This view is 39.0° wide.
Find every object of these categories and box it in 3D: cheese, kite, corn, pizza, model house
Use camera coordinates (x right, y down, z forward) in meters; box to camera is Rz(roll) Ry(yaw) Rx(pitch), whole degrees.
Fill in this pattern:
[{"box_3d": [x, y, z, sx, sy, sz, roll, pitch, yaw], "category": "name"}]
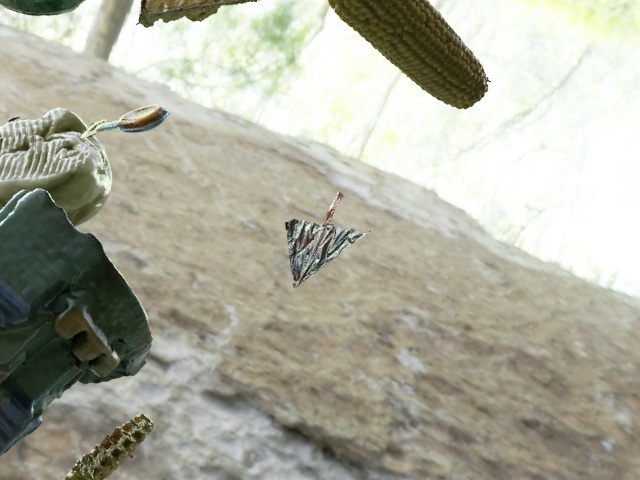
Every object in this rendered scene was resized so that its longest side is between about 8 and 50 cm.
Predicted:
[{"box_3d": [-0.202, -0.123, 0.945, 0.111, 0.017, 0.047, -7, -150, 25], "category": "cheese"}, {"box_3d": [0.000, 0.000, 1.583, 0.009, 0.189, 0.232, 31, 171, -38], "category": "kite"}, {"box_3d": [0.111, -0.260, 1.127, 0.260, 0.091, 0.091, 35, 170, -26], "category": "corn"}, {"box_3d": [-0.074, -0.191, 0.682, 0.109, 0.026, 0.123, 23, -117, 19], "category": "pizza"}, {"box_3d": [-0.408, 0.144, 1.111, 0.329, 0.295, 0.252, -41, -93, -24], "category": "model house"}]

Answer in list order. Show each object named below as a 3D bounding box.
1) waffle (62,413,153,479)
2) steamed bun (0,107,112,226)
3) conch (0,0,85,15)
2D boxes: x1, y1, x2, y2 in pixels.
[{"box_3d": [-0.307, 0.311, 1.276, 0.046, 0.160, 0.192, 45, 169, 4], "category": "waffle"}, {"box_3d": [-0.627, -0.114, 1.998, 0.394, 0.237, 0.346, 13, -133, 26], "category": "steamed bun"}, {"box_3d": [-0.332, -0.346, 1.066, 0.122, 0.188, 0.176, 6, -119, -52], "category": "conch"}]
